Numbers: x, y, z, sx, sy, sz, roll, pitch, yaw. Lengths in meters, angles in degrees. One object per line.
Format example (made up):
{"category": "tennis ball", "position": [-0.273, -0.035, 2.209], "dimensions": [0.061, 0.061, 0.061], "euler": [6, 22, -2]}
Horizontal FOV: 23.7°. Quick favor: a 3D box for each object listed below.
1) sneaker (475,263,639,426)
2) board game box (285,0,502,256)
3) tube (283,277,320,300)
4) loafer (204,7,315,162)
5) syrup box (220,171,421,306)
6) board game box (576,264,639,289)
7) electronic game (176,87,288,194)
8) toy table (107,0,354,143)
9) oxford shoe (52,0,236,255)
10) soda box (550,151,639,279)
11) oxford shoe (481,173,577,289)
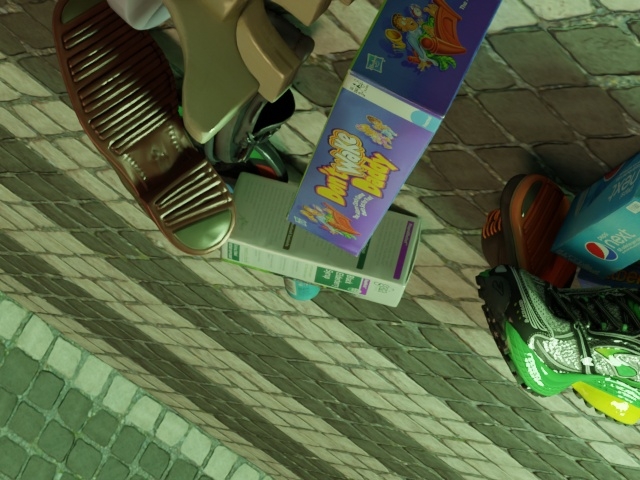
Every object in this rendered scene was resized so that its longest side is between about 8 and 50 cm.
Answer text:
{"category": "sneaker", "position": [0.288, 0.086, 1.602], "dimensions": [0.146, 0.134, 0.343], "euler": [-36, 143, 29]}
{"category": "board game box", "position": [0.077, -0.149, 1.270], "dimensions": [0.078, 0.233, 0.347], "euler": [27, 160, 0]}
{"category": "tube", "position": [-0.032, 0.015, 2.122], "dimensions": [0.080, 0.052, 0.207], "euler": [18, 154, 13]}
{"category": "loafer", "position": [-0.067, -0.152, 1.657], "dimensions": [0.095, 0.109, 0.302], "euler": [22, 158, 3]}
{"category": "syrup box", "position": [0.000, 0.000, 1.900], "dimensions": [0.237, 0.096, 0.093], "euler": [16, 162, 2]}
{"category": "board game box", "position": [0.403, 0.084, 1.732], "dimensions": [0.201, 0.035, 0.136], "euler": [15, 157, 32]}
{"category": "electronic game", "position": [-0.145, -0.120, 1.919], "dimensions": [0.229, 0.048, 0.229], "euler": [24, 160, 9]}
{"category": "toy table", "position": [-0.070, -0.221, 1.306], "dimensions": [0.161, 0.252, 0.274], "euler": [43, 173, 3]}
{"category": "oxford shoe", "position": [-0.224, -0.140, 1.790], "dimensions": [0.130, 0.123, 0.348], "euler": [31, 148, 62]}
{"category": "soda box", "position": [0.307, -0.028, 1.517], "dimensions": [0.067, 0.071, 0.210], "euler": [29, 161, -6]}
{"category": "oxford shoe", "position": [0.214, -0.002, 1.680], "dimensions": [0.098, 0.097, 0.271], "euler": [26, 162, 23]}
